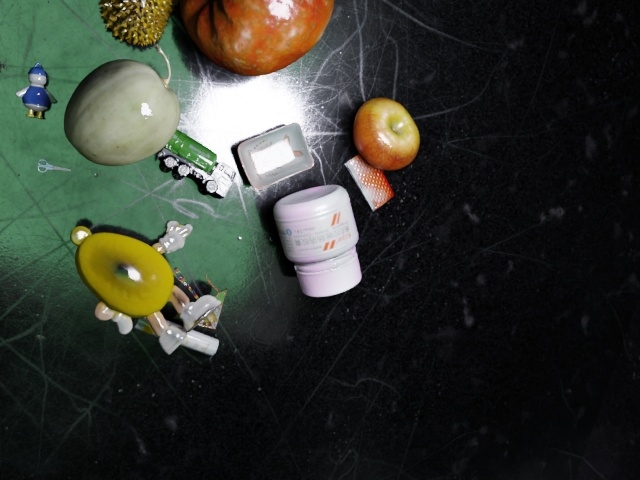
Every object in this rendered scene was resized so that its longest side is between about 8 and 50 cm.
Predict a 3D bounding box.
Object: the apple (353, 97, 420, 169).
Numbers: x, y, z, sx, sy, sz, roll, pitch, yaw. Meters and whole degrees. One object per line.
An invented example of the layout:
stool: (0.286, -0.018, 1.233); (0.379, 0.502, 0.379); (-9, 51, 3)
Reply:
apple: (0.202, -0.335, 1.683); (0.210, 0.173, 0.235); (-22, 92, -31)

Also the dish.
dish: (-0.144, -0.261, 1.624); (0.212, 0.077, 0.151); (-25, 107, -14)

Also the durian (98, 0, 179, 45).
durian: (-0.479, -0.627, 1.379); (0.183, 0.138, 0.250); (22, 116, -34)

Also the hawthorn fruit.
hawthorn fruit: (-0.156, -0.634, 1.402); (0.402, 0.403, 0.403); (-4, 102, -19)

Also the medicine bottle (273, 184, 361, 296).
medicine bottle: (0.000, 0.000, 1.640); (0.241, 0.241, 0.302); (-20, 107, -16)

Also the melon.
melon: (-0.515, -0.333, 1.380); (0.308, 0.272, 0.272); (-13, 106, 5)

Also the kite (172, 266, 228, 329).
kite: (-0.388, 0.182, 1.661); (0.198, 0.006, 0.244); (-32, 110, -12)

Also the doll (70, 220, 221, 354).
doll: (-0.491, 0.125, 1.523); (0.348, 0.161, 0.423); (-19, 91, -32)

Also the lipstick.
lipstick: (-0.445, 0.291, 1.634); (0.264, 0.059, 0.059); (27, 91, -24)

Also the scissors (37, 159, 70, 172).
scissors: (-0.736, -0.201, 1.455); (0.083, 0.006, 0.036); (9, 100, -22)

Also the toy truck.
toy truck: (-0.368, -0.223, 1.539); (0.242, 0.101, 0.125); (32, 77, -20)

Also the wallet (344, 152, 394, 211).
wallet: (0.169, -0.206, 1.780); (0.103, 0.020, 0.196); (-37, 109, -15)

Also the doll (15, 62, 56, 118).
doll: (-0.748, -0.394, 1.385); (0.098, 0.057, 0.143); (-1, 101, -42)
